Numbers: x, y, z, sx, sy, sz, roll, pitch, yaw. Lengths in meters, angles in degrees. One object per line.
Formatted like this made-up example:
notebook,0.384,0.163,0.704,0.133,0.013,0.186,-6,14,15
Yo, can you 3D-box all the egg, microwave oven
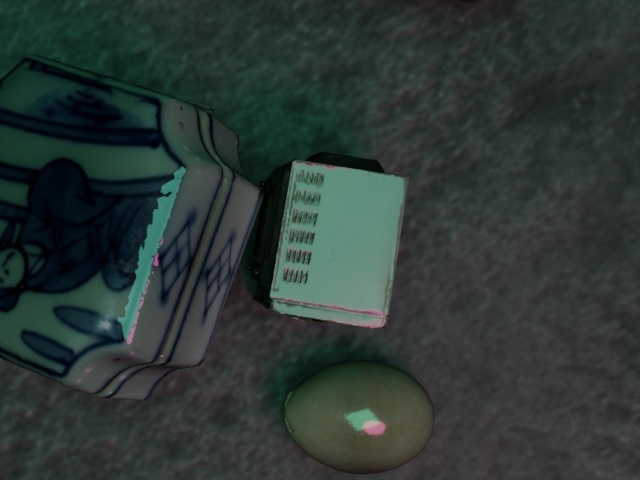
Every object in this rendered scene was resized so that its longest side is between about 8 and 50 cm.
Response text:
egg,0.039,0.177,1.407,0.152,0.114,0.114,6,90,-4
microwave oven,0.000,0.000,1.356,0.129,0.205,0.163,7,89,-6

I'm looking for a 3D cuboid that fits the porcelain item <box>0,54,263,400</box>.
porcelain item,-0.220,-0.014,1.302,0.281,0.157,0.286,20,89,30
